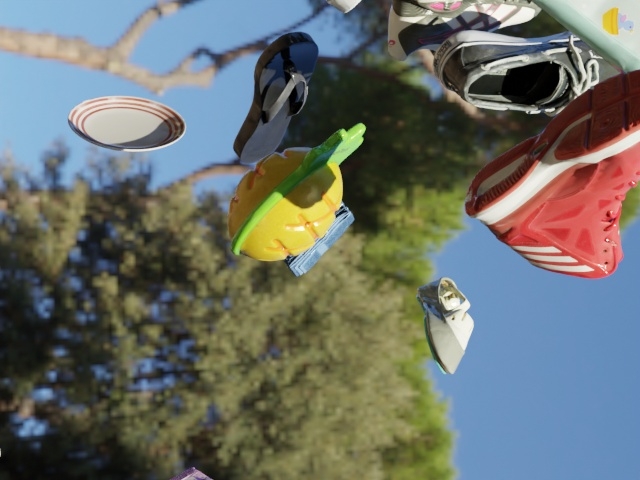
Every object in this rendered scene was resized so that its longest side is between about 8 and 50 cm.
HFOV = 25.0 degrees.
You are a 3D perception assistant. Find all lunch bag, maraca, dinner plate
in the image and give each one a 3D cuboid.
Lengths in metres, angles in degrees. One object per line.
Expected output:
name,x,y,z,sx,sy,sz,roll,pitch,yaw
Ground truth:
lunch bag,0.333,-0.295,1.585,0.223,0.262,0.160,41,-35,8
maraca,-0.024,-0.049,1.443,0.099,0.127,0.185,47,-62,7
dinner plate,-0.233,-0.137,1.732,0.141,0.141,0.017,-127,-142,-47

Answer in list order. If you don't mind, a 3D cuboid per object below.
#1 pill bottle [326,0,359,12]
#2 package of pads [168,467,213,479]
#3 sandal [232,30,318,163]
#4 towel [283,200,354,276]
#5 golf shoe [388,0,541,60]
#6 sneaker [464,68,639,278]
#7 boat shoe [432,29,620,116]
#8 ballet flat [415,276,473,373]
pill bottle,-0.031,-0.287,1.292,0.103,0.184,0.103,-50,-162,22
package of pads,-0.137,0.296,1.648,0.083,0.050,0.032,25,-54,38
sandal,-0.054,-0.199,2.071,0.054,0.097,0.254,53,-35,26
towel,0.000,0.000,2.017,0.029,0.119,0.067,41,-5,16
golf shoe,0.197,-0.318,2.032,0.105,0.273,0.120,41,-55,40
sneaker,0.240,-0.050,1.198,0.221,0.128,0.087,-29,-149,37
boat shoe,0.298,-0.210,1.842,0.105,0.306,0.113,57,-45,48
ballet flat,0.176,0.108,1.985,0.072,0.068,0.213,57,10,-22
